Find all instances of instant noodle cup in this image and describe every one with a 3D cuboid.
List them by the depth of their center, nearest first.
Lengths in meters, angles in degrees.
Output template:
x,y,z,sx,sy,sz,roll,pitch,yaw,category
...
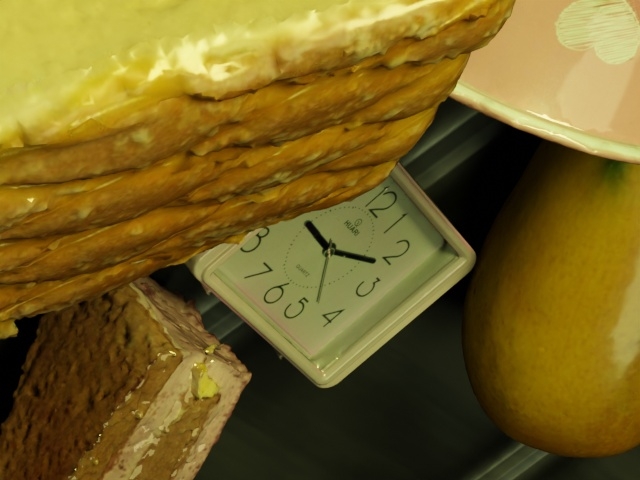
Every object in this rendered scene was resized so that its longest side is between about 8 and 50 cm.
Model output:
x,y,z,sx,sy,sz,roll,pitch,yaw,category
0.158,-0.195,1.054,0.243,0.243,0.231,5,119,-38,instant noodle cup

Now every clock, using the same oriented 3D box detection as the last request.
x,y,z,sx,sy,sz,roll,pitch,yaw,category
0.000,0.000,1.246,0.150,0.063,0.197,-40,140,3,clock

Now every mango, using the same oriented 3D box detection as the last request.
x,y,z,sx,sy,sz,roll,pitch,yaw,category
0.202,0.002,1.297,0.211,0.173,0.317,-36,146,-57,mango

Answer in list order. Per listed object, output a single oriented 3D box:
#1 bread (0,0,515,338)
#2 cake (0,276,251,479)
x,y,z,sx,sy,sz,roll,pitch,yaw,category
-0.089,-0.111,0.901,0.279,0.207,0.279,-20,168,-15,bread
-0.141,0.158,1.171,0.116,0.113,0.295,23,88,-46,cake
